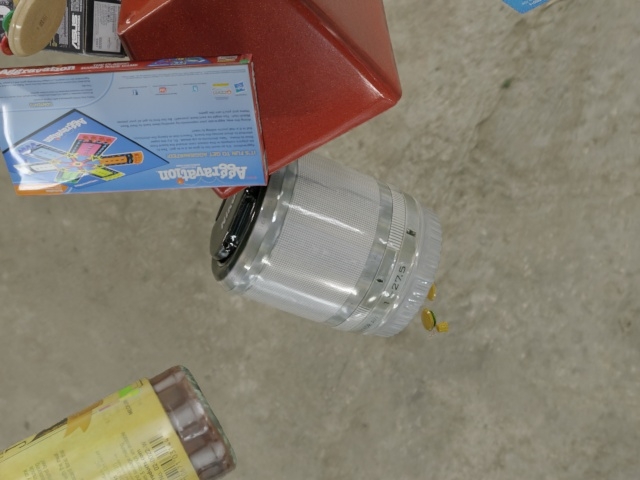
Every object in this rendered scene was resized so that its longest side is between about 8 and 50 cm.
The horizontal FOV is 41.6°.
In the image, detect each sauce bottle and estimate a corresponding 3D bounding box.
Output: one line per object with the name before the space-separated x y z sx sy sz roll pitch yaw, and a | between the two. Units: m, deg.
sauce bottle | -0.241 0.220 0.675 0.111 0.345 0.111 55 161 29

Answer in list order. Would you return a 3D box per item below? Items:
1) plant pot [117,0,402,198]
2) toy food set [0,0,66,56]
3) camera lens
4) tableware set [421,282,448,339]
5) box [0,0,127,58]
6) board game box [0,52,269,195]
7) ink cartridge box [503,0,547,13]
plant pot | -0.091 -0.260 1.004 0.267 0.267 0.236 -27 134 23
toy food set | -0.260 -0.203 0.763 0.020 0.083 0.082 29 100 3
camera lens | 0.000 0.000 1.168 0.274 0.219 0.219 21 122 -18
tableware set | 0.224 0.120 1.725 0.104 0.024 0.154 121 135 -60
box | -0.354 -0.399 1.086 0.243 0.077 0.307 13 105 33
board game box | -0.202 -0.118 0.890 0.282 0.027 0.145 -2 124 5
ink cartridge box | 0.146 -0.276 0.634 0.148 0.203 0.085 -20 61 46
